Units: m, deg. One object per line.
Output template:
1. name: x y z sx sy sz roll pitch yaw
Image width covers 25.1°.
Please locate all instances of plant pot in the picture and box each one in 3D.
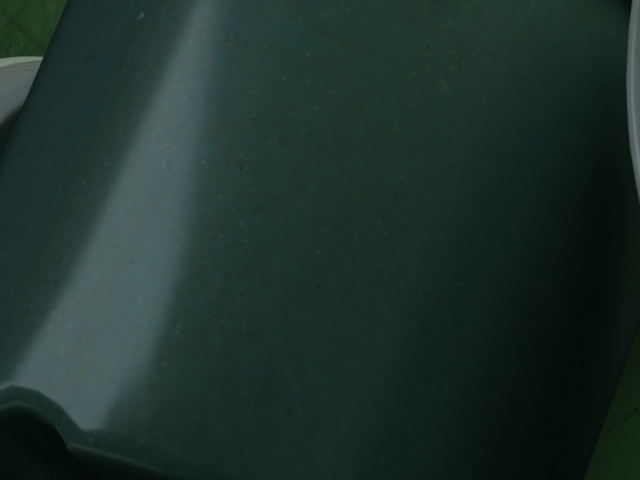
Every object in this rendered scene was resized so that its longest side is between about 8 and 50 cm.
1. plant pot: 0.000 0.000 0.620 0.341 0.341 0.334 -19 41 49

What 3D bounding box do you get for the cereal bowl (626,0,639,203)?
1. cereal bowl: 0.255 -0.076 0.420 0.339 0.141 0.339 -23 62 54

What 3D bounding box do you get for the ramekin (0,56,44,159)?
1. ramekin: -0.137 0.017 0.828 0.127 0.273 0.273 -10 41 56
